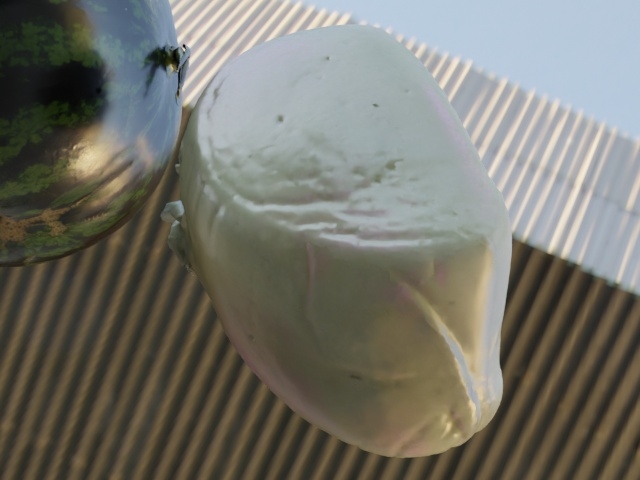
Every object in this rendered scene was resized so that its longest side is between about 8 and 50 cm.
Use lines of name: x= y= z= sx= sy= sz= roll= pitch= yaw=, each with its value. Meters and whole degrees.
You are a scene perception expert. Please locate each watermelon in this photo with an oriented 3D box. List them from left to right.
watermelon: x=-0.210 y=-0.112 z=1.055 sx=0.268 sy=0.269 sz=0.269 roll=10 pitch=-56 yaw=16

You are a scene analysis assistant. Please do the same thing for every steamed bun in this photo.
steamed bun: x=0.000 y=0.000 z=0.857 sx=0.152 sy=0.239 sz=0.170 roll=-12 pitch=-53 yaw=-9
